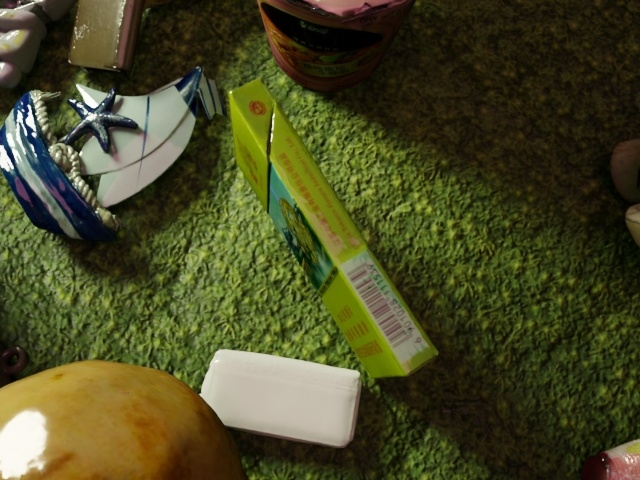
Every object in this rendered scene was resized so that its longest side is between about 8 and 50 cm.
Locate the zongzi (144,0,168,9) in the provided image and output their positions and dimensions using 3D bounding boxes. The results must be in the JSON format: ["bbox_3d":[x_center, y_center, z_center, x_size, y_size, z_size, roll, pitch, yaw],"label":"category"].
[{"bbox_3d":[-0.219,-0.408,0.794,0.197,0.099,0.194,-22,69,13],"label":"zongzi"}]

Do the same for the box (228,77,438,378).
[{"bbox_3d":[0.000,0.000,0.658,0.047,0.187,0.335,-30,81,-11],"label":"box"}]

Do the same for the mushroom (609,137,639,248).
[{"bbox_3d":[0.479,-0.055,0.713,0.253,0.195,0.189,-50,117,-17],"label":"mushroom"}]

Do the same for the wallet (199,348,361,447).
[{"bbox_3d":[-0.048,0.187,0.694,0.190,0.033,0.095,9,76,-2],"label":"wallet"}]

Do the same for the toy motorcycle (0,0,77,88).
[{"bbox_3d":[-0.418,-0.270,0.756,0.225,0.073,0.152,-37,80,-6],"label":"toy motorcycle"}]

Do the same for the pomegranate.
[{"bbox_3d":[-0.223,0.287,0.534,0.338,0.338,0.338,1,78,-3],"label":"pomegranate"}]

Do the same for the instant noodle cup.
[{"bbox_3d":[0.018,-0.304,0.691,0.244,0.255,0.243,0,79,-2],"label":"instant noodle cup"}]

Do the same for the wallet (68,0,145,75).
[{"bbox_3d":[-0.266,-0.316,0.747,0.110,0.031,0.198,15,96,29],"label":"wallet"}]

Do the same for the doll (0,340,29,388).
[{"bbox_3d":[-0.449,0.176,0.633,0.257,0.117,0.182,-25,65,-4],"label":"doll"}]

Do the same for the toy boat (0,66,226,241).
[{"bbox_3d":[-0.275,-0.140,0.741,0.210,0.070,0.291,35,75,0],"label":"toy boat"}]

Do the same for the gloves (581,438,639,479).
[{"bbox_3d":[0.432,0.290,0.652,0.241,0.126,0.145,6,53,1],"label":"gloves"}]
